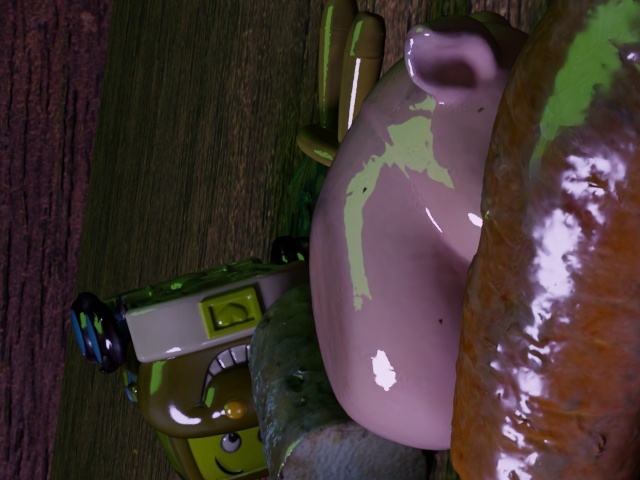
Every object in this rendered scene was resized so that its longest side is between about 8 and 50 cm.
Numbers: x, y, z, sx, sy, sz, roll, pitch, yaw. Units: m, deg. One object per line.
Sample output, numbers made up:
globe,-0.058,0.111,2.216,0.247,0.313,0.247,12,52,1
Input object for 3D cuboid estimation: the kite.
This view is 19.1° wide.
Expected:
kite,0.000,0.000,1.608,0.314,0.012,0.335,-119,40,-66

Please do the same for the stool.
stool,0.049,-0.102,1.304,0.135,0.134,0.110,-7,-65,-59

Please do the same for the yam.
yam,0.006,0.115,1.342,0.194,0.107,0.107,-108,30,-59

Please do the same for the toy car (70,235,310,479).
toy car,-0.077,0.114,1.532,0.248,0.204,0.198,179,76,-76

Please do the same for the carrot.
carrot,0.136,-0.007,0.899,0.138,0.139,0.301,-110,31,-61

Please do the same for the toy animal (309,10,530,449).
toy animal,0.073,-0.005,1.080,0.166,0.154,0.250,-117,40,-78
